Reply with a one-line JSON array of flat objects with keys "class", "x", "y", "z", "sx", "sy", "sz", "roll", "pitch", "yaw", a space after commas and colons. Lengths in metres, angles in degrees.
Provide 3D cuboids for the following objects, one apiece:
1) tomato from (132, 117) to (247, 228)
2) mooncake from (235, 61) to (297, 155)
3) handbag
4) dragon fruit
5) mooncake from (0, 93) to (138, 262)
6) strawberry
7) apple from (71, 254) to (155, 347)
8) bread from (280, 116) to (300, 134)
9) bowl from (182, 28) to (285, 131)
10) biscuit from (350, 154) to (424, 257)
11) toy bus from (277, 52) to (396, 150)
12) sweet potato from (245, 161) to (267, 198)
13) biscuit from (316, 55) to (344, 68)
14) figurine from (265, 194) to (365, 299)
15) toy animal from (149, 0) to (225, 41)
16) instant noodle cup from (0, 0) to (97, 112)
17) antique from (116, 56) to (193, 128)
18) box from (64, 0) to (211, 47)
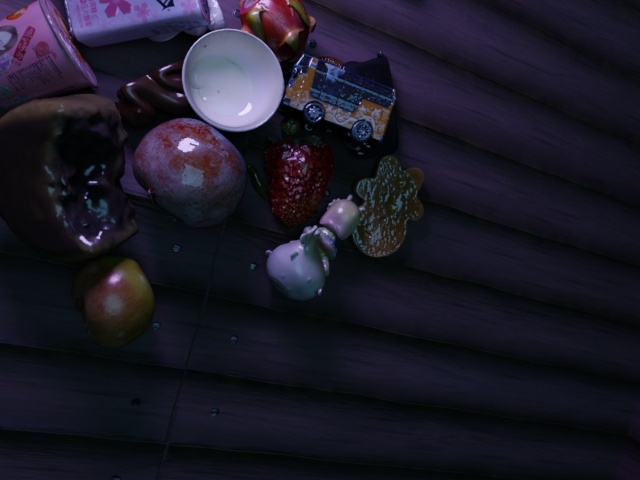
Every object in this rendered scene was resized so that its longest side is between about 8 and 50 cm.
[{"class": "tomato", "x": -0.358, "y": -0.181, "z": 1.327, "sx": 0.282, "sy": 0.316, "sz": 0.317, "roll": -45, "pitch": 107, "yaw": -1}, {"class": "mooncake", "x": -0.169, "y": -0.420, "z": 1.492, "sx": 0.057, "sy": 0.150, "sz": 0.347, "roll": 33, "pitch": 100, "yaw": 11}, {"class": "handbag", "x": 0.166, "y": -0.445, "z": 1.584, "sx": 0.191, "sy": 0.075, "sz": 0.332, "roll": -16, "pitch": 104, "yaw": -26}, {"class": "dragon fruit", "x": -0.132, "y": -0.630, "z": 1.408, "sx": 0.224, "sy": 0.224, "sz": 0.227, "roll": -50, "pitch": 121, "yaw": -8}, {"class": "mooncake", "x": -0.630, "y": -0.170, "z": 1.230, "sx": 0.393, "sy": 0.246, "sz": 0.394, "roll": 38, "pitch": 109, "yaw": -4}, {"class": "strawberry", "x": -0.053, "y": -0.189, "z": 1.519, "sx": 0.233, "sy": 0.138, "sz": 0.306, "roll": -7, "pitch": 96, "yaw": -19}, {"class": "apple", "x": -0.573, "y": 0.171, "z": 1.331, "sx": 0.194, "sy": 0.261, "sz": 0.261, "roll": -26, "pitch": 103, "yaw": -31}, {"class": "bread", "x": -0.085, "y": -0.388, "z": 1.524, "sx": 0.066, "sy": 0.060, "sz": 0.110, "roll": 29, "pitch": 80, "yaw": 9}, {"class": "bowl", "x": -0.253, "y": -0.437, "z": 1.352, "sx": 0.277, "sy": 0.145, "sz": 0.277, "roll": -1, "pitch": 94, "yaw": -19}, {"class": "biscuit", "x": 0.227, "y": -0.112, "z": 1.661, "sx": 0.275, "sy": 0.052, "sz": 0.355, "roll": 18, "pitch": 91, "yaw": -15}, {"class": "toy bus", "x": 0.048, "y": -0.410, "z": 1.433, "sx": 0.323, "sy": 0.162, "sz": 0.194, "roll": 20, "pitch": 90, "yaw": -7}, {"class": "sweet potato", "x": -0.209, "y": -0.199, "z": 1.517, "sx": 0.041, "sy": 0.038, "sz": 0.153, "roll": -40, "pitch": 104, "yaw": -23}, {"class": "biscuit", "x": 0.023, "y": -0.510, "z": 1.566, "sx": 0.188, "sy": 0.027, "sz": 0.188, "roll": -2, "pitch": 97, "yaw": -18}, {"class": "figurine", "x": 0.000, "y": 0.000, "z": 1.503, "sx": 0.226, "sy": 0.274, "sz": 0.394, "roll": 39, "pitch": 71, "yaw": 14}, {"class": "toy animal", "x": -0.394, "y": -0.638, "z": 1.368, "sx": 0.221, "sy": 0.131, "sz": 0.104, "roll": -18, "pitch": 122, "yaw": -14}, {"class": "instant noodle cup", "x": -0.744, "y": -0.463, "z": 1.223, "sx": 0.231, "sy": 0.243, "sz": 0.243, "roll": -26, "pitch": 103, "yaw": -6}, {"class": "antique", "x": -0.468, "y": -0.411, "z": 1.372, "sx": 0.257, "sy": 0.121, "sz": 0.143, "roll": -32, "pitch": 114, "yaw": -20}, {"class": "box", "x": -0.496, "y": -0.649, "z": 1.275, "sx": 0.369, "sy": 0.112, "sz": 0.190, "roll": -10, "pitch": 94, "yaw": 3}]
